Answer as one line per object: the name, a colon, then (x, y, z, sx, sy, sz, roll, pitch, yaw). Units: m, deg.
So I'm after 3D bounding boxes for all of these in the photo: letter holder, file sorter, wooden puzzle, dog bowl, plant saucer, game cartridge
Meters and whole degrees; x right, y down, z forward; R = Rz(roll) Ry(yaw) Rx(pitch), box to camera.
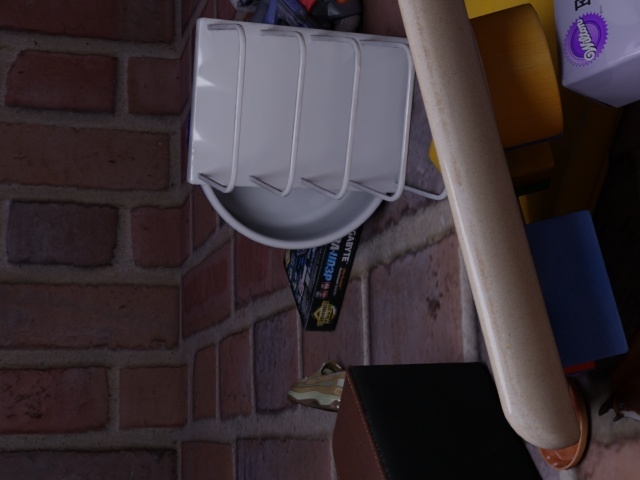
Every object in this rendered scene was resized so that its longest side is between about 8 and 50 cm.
letter holder: (0.113, 0.298, 1.002, 0.302, 0.152, 0.214, -110, 26, -50)
file sorter: (0.007, -0.145, 1.186, 0.173, 0.277, 0.193, -152, 65, -66)
wooden puzzle: (0.145, -0.024, 0.741, 0.348, 0.080, 0.322, 28, -132, -75)
dog bowl: (-0.038, -0.128, 1.337, 0.104, 0.264, 0.265, -141, 55, -71)
plant saucer: (0.213, 0.160, 0.916, 0.083, 0.013, 0.084, -179, 90, -73)
game cartridge: (0.196, -0.161, 0.960, 0.285, 0.052, 0.324, -115, 29, -56)

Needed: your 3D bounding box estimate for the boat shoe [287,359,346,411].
boat shoe: (0.011, 0.209, 1.499, 0.190, 0.068, 0.072, -8, 68, 63)

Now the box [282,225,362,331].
box: (0.000, 0.000, 1.557, 0.175, 0.051, 0.220, -111, 29, -52)

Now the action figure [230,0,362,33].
action figure: (-0.047, -0.337, 1.557, 0.341, 0.178, 0.330, 57, 144, 20)

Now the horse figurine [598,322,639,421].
horse figurine: (0.266, 0.005, 0.680, 0.174, 0.066, 0.263, -172, 83, -68)

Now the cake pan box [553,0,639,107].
cake pan box: (0.247, -0.231, 0.613, 0.245, 0.070, 0.267, -17, 67, 51)
